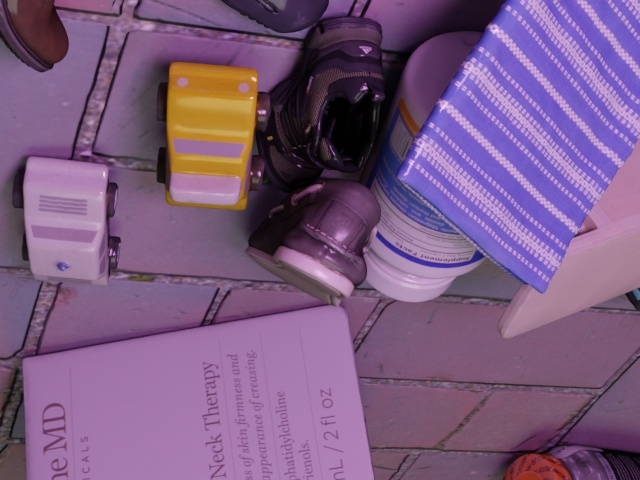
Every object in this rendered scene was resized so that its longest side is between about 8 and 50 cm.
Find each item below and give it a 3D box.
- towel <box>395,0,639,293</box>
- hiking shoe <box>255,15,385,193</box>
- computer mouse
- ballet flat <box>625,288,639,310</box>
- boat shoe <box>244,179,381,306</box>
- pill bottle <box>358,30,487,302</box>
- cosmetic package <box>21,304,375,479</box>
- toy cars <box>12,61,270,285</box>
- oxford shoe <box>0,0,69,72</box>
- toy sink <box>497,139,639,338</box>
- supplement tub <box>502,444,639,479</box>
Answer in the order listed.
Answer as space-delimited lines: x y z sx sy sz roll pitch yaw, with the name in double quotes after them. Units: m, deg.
0.220 -0.138 1.170 0.243 0.040 0.336 36 86 -46 "towel"
-0.002 -0.099 1.276 0.086 0.114 0.227 4 144 -18 "hiking shoe"
-0.087 -0.229 1.132 0.242 0.041 0.071 21 137 -36 "computer mouse"
0.474 0.068 1.650 0.280 0.096 0.095 6 143 -22 "ballet flat"
0.000 0.000 1.364 0.112 0.095 0.335 31 175 -7 "boat shoe"
0.118 -0.058 1.332 0.152 0.152 0.272 1 145 -14 "pill bottle"
-0.126 0.321 1.675 0.393 0.329 0.327 -10 147 0 "cosmetic package"
-0.179 -0.035 1.321 0.393 0.087 0.176 -27 135 36 "toy cars"
-0.221 -0.217 1.085 0.096 0.083 0.227 -11 147 -4 "oxford shoe"
0.262 -0.022 1.387 0.234 0.131 0.153 -19 152 -26 "toy sink"
0.433 0.408 2.055 0.316 0.194 0.193 12 141 -28 "supplement tub"
